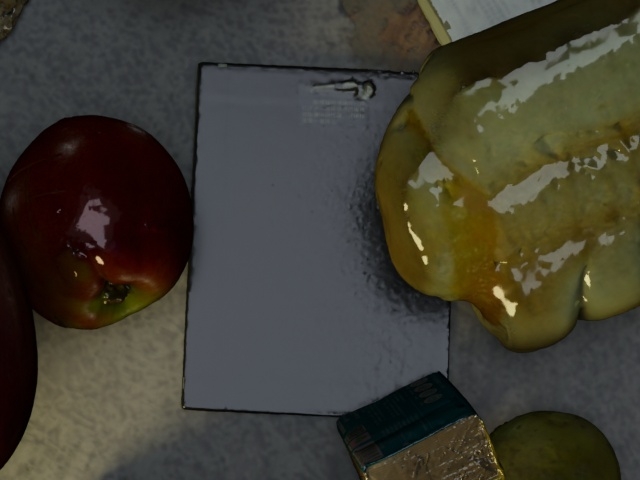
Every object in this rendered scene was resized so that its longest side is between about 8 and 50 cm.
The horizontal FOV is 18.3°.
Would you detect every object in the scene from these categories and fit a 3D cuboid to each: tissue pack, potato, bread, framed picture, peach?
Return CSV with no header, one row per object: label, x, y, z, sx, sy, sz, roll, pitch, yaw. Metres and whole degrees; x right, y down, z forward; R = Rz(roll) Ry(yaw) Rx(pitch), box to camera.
tissue pack,0.089,0.191,1.799,0.120,0.169,0.082,-26,102,-3
potato,0.184,0.279,1.808,0.160,0.111,0.272,43,77,-10
bread,0.211,-0.069,1.823,0.341,0.210,0.300,-28,107,1
framed picture,0.000,0.000,1.906,0.255,0.014,0.339,2,84,-2
peach,-0.210,-0.027,1.825,0.197,0.197,0.197,0,83,-1

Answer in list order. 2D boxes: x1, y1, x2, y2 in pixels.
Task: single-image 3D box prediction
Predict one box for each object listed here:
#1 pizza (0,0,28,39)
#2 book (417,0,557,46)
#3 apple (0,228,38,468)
pizza,-0.349,-0.256,1.901,0.226,0.069,0.147,-5,81,-2
book,0.253,-0.306,1.936,0.352,0.035,0.239,-29,83,-4
apple,-0.401,0.065,1.736,0.328,0.295,0.365,-20,82,18
